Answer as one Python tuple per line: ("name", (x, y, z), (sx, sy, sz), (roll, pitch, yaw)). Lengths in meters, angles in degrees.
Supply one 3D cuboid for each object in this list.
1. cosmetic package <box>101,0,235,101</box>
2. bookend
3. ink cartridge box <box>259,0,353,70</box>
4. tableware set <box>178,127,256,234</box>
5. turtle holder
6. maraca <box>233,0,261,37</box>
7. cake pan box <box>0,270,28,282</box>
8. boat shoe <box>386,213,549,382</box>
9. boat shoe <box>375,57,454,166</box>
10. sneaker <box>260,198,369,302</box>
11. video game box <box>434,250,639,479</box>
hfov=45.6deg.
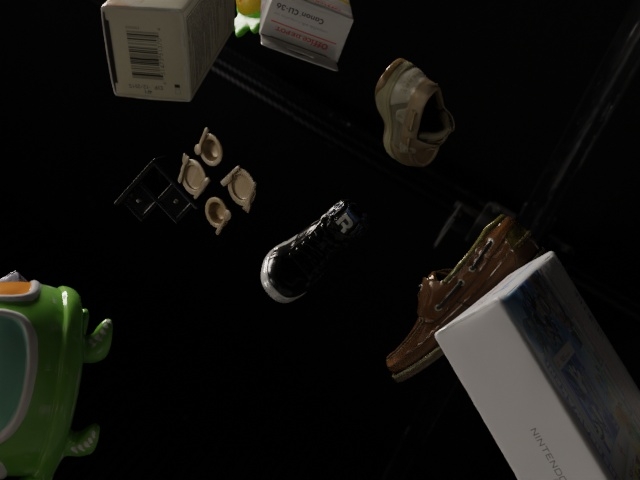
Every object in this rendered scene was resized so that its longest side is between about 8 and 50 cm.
("cosmetic package", (-0.235, -0.360, 1.233), (0.129, 0.296, 0.153), (6, -53, 6))
("bookend", (-0.380, -0.091, 1.817), (0.157, 0.072, 0.156), (-42, -89, 20))
("ink cartridge box", (-0.020, -0.312, 1.044), (0.115, 0.198, 0.067), (15, -56, -14))
("tableware set", (-0.181, -0.100, 1.302), (0.169, 0.020, 0.141), (51, -51, 15))
("turtle holder", (-0.427, 0.208, 1.003), (0.243, 0.227, 0.320), (41, -65, 58))
("maraca", (-0.113, -0.466, 1.462), (0.127, 0.186, 0.099), (-3, -31, 39))
("cake pan box", (-0.555, 0.205, 1.214), (0.246, 0.266, 0.070), (58, -6, 32))
("boat shoe", (0.194, 0.085, 1.116), (0.104, 0.110, 0.307), (47, -67, 6))
("boat shoe", (0.173, -0.194, 1.299), (0.098, 0.109, 0.302), (35, -9, 23))
("sneaker", (0.000, 0.000, 1.114), (0.079, 0.217, 0.121), (46, -55, -2))
("video game box", (0.159, 0.114, 0.445), (0.048, 0.187, 0.205), (-33, -98, 22))
